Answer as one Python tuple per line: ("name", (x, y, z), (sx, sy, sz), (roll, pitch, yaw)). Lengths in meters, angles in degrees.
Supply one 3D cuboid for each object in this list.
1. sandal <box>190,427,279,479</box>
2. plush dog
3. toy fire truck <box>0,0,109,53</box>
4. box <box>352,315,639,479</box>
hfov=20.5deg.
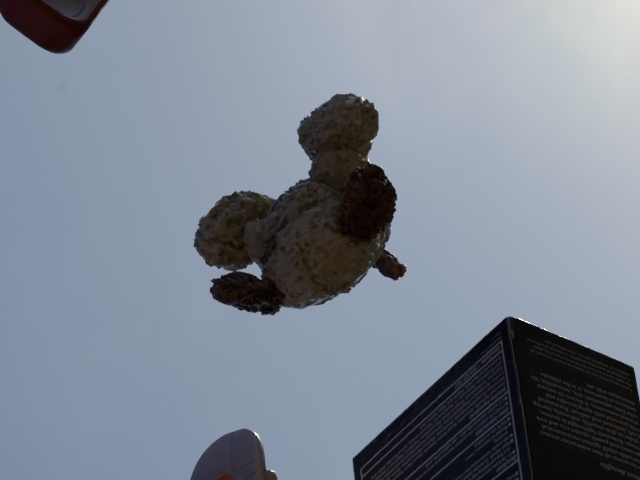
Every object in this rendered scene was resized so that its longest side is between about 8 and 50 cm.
("sandal", (-0.074, 0.328, 1.809), (0.076, 0.102, 0.265), (22, -124, -49))
("plush dog", (0.000, 0.000, 1.906), (0.262, 0.210, 0.225), (-42, 7, 17))
("toy fire truck", (-0.263, -0.305, 1.539), (0.169, 0.254, 0.302), (-45, 12, 33))
("box", (0.188, 0.295, 1.809), (0.182, 0.296, 0.294), (22, -138, -24))
